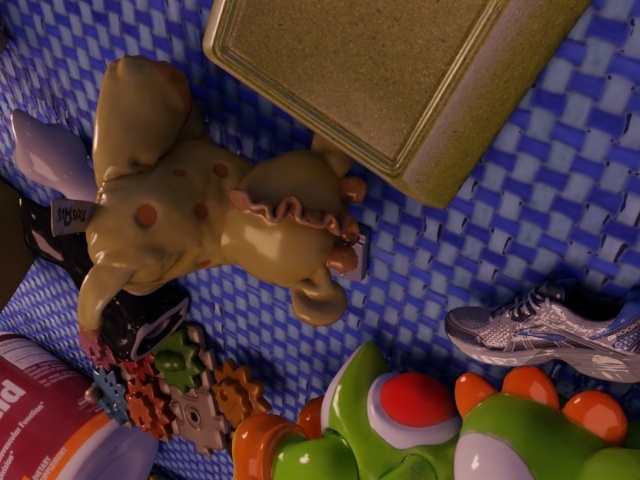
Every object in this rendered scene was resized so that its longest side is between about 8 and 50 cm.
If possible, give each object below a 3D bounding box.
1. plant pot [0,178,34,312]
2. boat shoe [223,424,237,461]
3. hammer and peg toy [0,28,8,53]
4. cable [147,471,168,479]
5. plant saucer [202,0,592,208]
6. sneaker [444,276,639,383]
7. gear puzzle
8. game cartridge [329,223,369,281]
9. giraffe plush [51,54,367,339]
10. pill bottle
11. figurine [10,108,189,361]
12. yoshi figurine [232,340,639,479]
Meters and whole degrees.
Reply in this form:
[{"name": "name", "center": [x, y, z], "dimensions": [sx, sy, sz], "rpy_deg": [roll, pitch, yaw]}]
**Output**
[{"name": "plant pot", "center": [-0.469, 0.004, 0.798], "dimensions": [0.212, 0.187, 0.212], "rpy_deg": [34, 142, 12]}, {"name": "boat shoe", "center": [-0.077, 0.273, 0.830], "dimensions": [0.056, 0.049, 0.152], "rpy_deg": [2, 125, 17]}, {"name": "hammer and peg toy", "center": [-0.460, -0.102, 0.558], "dimensions": [0.266, 0.361, 0.127], "rpy_deg": [13, 154, 34]}, {"name": "cable", "center": [-0.305, 0.403, 1.171], "dimensions": [0.287, 0.072, 0.139], "rpy_deg": [40, 161, 22]}, {"name": "plant saucer", "center": [0.022, -0.121, 0.344], "dimensions": [0.188, 0.045, 0.188], "rpy_deg": [36, 133, 8]}, {"name": "sneaker", "center": [0.144, 0.047, 0.430], "dimensions": [0.135, 0.052, 0.058], "rpy_deg": [1, 117, 31]}, {"name": "gear puzzle", "center": [-0.185, 0.176, 0.792], "dimensions": [0.339, 0.044, 0.175], "rpy_deg": [2, 108, 40]}, {"name": "game cartridge", "center": [0.000, 0.000, 0.528], "dimensions": [0.083, 0.017, 0.056], "rpy_deg": [24, 135, 22]}, {"name": "giraffe plush", "center": [-0.058, -0.025, 0.450], "dimensions": [0.171, 0.210, 0.181], "rpy_deg": [5, 109, -3]}, {"name": "pill bottle", "center": [-0.467, 0.278, 1.028], "dimensions": [0.392, 0.224, 0.224], "rpy_deg": [26, 139, 19]}, {"name": "figurine", "center": [-0.229, -0.008, 0.668], "dimensions": [0.209, 0.092, 0.214], "rpy_deg": [38, 141, 11]}, {"name": "yoshi figurine", "center": [0.104, 0.214, 0.520], "dimensions": [0.362, 0.203, 0.203], "rpy_deg": [-11, 134, 43]}]
